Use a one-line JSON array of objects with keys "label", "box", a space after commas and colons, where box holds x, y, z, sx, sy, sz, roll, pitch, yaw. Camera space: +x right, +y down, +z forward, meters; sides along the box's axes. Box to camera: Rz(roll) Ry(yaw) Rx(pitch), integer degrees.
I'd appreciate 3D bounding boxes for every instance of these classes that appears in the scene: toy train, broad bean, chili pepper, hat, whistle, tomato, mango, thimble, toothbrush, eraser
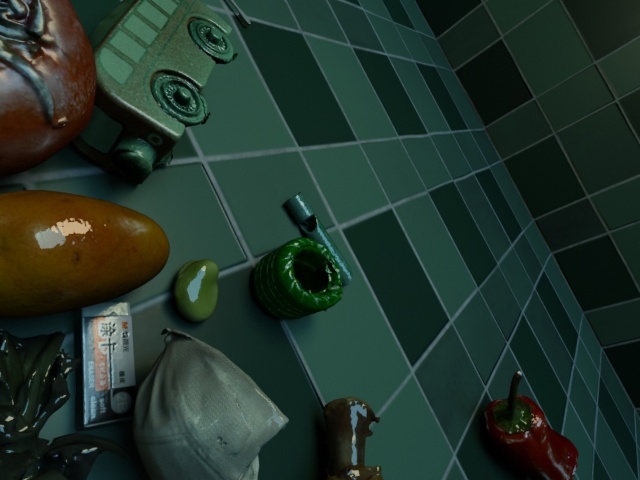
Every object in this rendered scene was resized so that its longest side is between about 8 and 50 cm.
[{"label": "toy train", "box": [-0.225, -0.223, 0.570, 0.159, 0.129, 0.327, 31, 46, -28]}, {"label": "broad bean", "box": [-0.158, 0.062, 0.537, 0.063, 0.045, 0.083, 31, 53, -49]}, {"label": "chili pepper", "box": [0.425, 0.408, 0.910, 0.338, 0.131, 0.135, 45, 65, -25]}, {"label": "hat", "box": [-0.130, 0.218, 0.386, 0.164, 0.219, 0.226, 32, 62, -11]}, {"label": "whistle", "box": [0.000, 0.000, 0.759, 0.186, 0.039, 0.039, 57, 38, -6]}, {"label": "tomato", "box": [-0.327, -0.159, 0.365, 0.232, 0.188, 0.232, 9, 77, -45]}, {"label": "mango", "box": [-0.231, 0.018, 0.404, 0.102, 0.141, 0.217, 57, 17, 10]}, {"label": "thimble", "box": [-0.032, 0.060, 0.641, 0.130, 0.090, 0.118, 33, 44, -32]}, {"label": "toothbrush", "box": [-0.212, -0.525, 0.866, 0.194, 0.017, 0.014, 50, 40, -14]}, {"label": "eraser", "box": [-0.221, 0.125, 0.432, 0.052, 0.029, 0.122, 8, 61, -46]}]

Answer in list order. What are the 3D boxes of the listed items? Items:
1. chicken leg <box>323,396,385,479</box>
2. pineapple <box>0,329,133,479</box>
[{"label": "chicken leg", "box": [0.005, 0.367, 0.449, 0.295, 0.182, 0.410, 20, 47, -20]}, {"label": "pineapple", "box": [-0.226, 0.208, 0.301, 0.170, 0.141, 0.310, 12, 51, -44]}]
